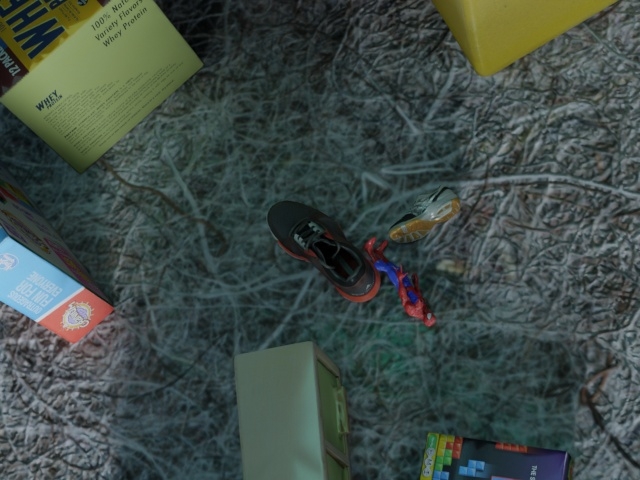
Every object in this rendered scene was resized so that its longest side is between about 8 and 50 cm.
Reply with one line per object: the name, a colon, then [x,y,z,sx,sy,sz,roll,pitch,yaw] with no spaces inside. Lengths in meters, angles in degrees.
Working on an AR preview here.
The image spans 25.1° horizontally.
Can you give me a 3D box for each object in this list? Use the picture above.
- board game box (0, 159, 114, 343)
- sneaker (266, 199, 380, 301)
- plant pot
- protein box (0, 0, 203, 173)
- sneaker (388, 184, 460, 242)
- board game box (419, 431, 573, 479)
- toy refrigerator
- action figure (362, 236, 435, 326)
board game box: [-0.382,-0.047,1.573,0.064,0.242,0.316,-42,62,0]
sneaker: [0.000,0.000,1.526,0.158,0.065,0.061,37,84,26]
plant pot: [0.198,-0.344,1.531,0.212,0.187,0.212,-30,63,4]
protein box: [-0.277,-0.221,1.628,0.200,0.201,0.136,-42,63,-1]
sneaker: [0.107,-0.028,1.526,0.083,0.032,0.037,-29,49,0]
board game box: [0.159,0.278,1.374,0.141,0.048,0.170,4,71,21]
toy refrigerator: [-0.017,0.245,1.415,0.094,0.102,0.269,-12,65,13]
action figure: [0.086,0.044,1.497,0.030,0.038,0.115,-41,61,18]
